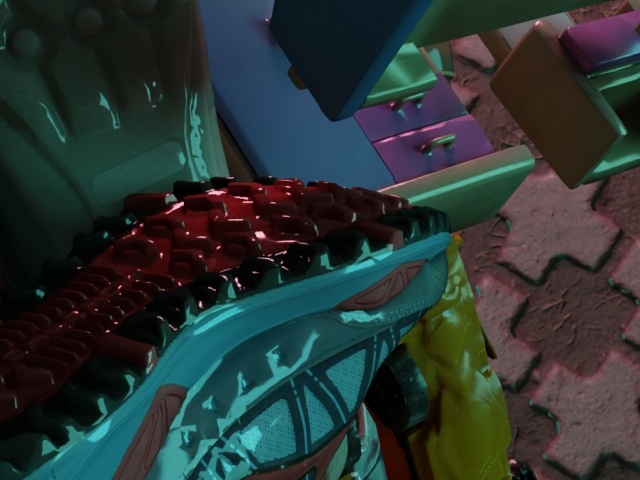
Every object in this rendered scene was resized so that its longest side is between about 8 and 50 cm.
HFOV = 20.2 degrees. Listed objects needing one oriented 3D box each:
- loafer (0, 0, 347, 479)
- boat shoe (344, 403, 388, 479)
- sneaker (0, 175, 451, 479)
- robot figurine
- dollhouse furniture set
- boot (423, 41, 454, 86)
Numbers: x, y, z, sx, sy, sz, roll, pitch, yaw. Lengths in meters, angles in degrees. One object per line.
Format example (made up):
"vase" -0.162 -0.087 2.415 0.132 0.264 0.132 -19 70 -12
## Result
"loafer" -0.090 -0.033 0.683 0.111 0.112 0.319 -7 -76 61
"boat shoe" -0.003 0.109 1.019 0.102 0.108 0.301 22 63 -40
"sneaker" -0.049 0.062 0.578 0.262 0.104 0.125 -30 125 -44
"robot figurine" 0.025 0.141 0.874 0.085 0.211 0.291 29 -41 51
"dollhouse furniture set" 0.070 -0.162 0.727 0.198 0.286 0.303 58 -37 18
"boot" 0.030 -0.063 1.312 0.305 0.112 0.115 163 -83 -79
